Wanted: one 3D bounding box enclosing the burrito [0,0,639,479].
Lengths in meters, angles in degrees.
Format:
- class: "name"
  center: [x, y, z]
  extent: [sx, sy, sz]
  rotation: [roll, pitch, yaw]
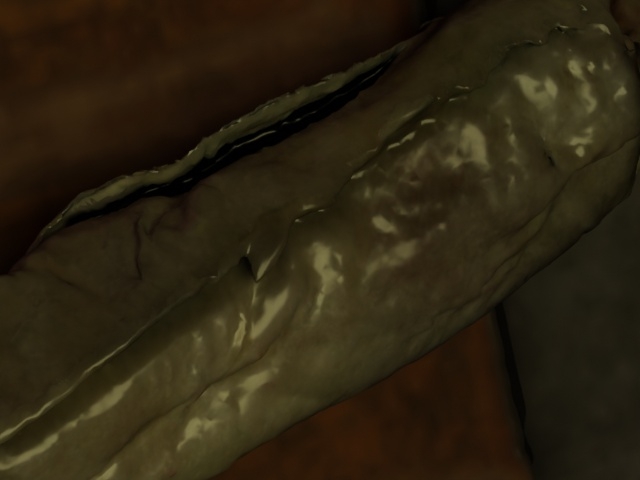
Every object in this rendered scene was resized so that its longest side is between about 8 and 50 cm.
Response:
- class: "burrito"
  center: [-0.001, -0.001, 0.347]
  extent: [0.188, 0.045, 0.058]
  rotation: [-29, 130, -22]
